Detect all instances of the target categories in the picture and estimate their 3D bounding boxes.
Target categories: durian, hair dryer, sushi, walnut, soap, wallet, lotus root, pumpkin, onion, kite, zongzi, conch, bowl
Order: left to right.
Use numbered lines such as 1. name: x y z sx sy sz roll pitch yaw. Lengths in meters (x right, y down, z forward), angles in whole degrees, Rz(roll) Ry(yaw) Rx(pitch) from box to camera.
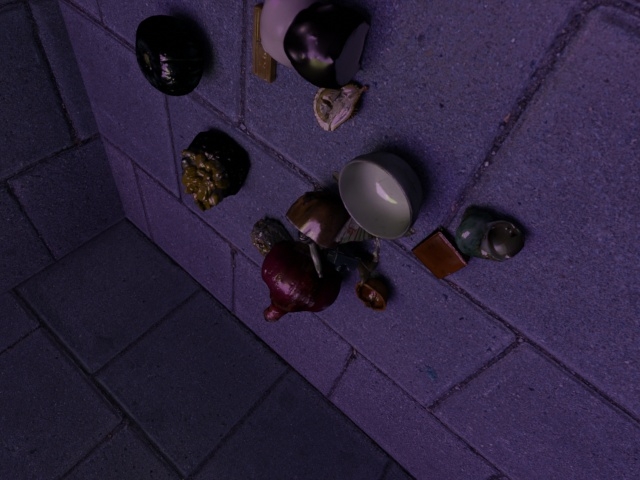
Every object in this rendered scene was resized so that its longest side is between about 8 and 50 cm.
1. pumpkin: -0.600 -0.749 1.782 0.315 0.238 0.316 23 123 42
2. sushi: -0.545 -0.334 2.103 0.329 0.285 0.328 48 148 3
3. soap: -0.196 -0.689 1.542 0.092 0.037 0.252 35 146 18
4. sushi: -0.244 0.014 2.251 0.274 0.139 0.184 52 151 -11
5. onion: -0.124 0.229 2.040 0.398 0.420 0.398 31 -174 -3
6. hair dryer: -0.015 0.025 1.904 0.088 0.219 0.225 -19 102 19
7. lotus root: 0.003 -0.106 1.760 0.272 0.272 0.192 35 114 19
8. durian: 0.067 -0.461 1.430 0.208 0.102 0.147 -22 111 32
9. zongzi: 0.155 0.109 1.893 0.154 0.131 0.062 31 175 27
10. kite: 0.200 -0.051 1.653 0.322 0.013 0.268 -8 89 12
11. walnut: 0.242 0.227 1.946 0.167 0.087 0.211 37 156 17
12. bowl: 0.219 -0.169 1.485 0.307 0.163 0.307 31 145 25
13. wallet: 0.434 0.051 1.583 0.161 0.042 0.195 49 150 7
14. conch: 0.508 -0.017 1.348 0.188 0.122 0.176 45 127 0

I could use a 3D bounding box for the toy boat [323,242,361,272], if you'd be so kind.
1. toy boat: 0.081 0.059 1.896 0.114 0.122 0.296 21 -177 -14

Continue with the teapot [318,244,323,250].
1. teapot: 0.000 0.000 2.034 0.083 0.057 0.067 52 177 4

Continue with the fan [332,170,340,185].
1. fan: 0.071 -0.237 1.737 0.060 0.003 0.080 31 144 26

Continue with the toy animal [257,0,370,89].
1. toy animal: -0.035 -0.603 1.275 0.309 0.251 0.251 30 144 15
